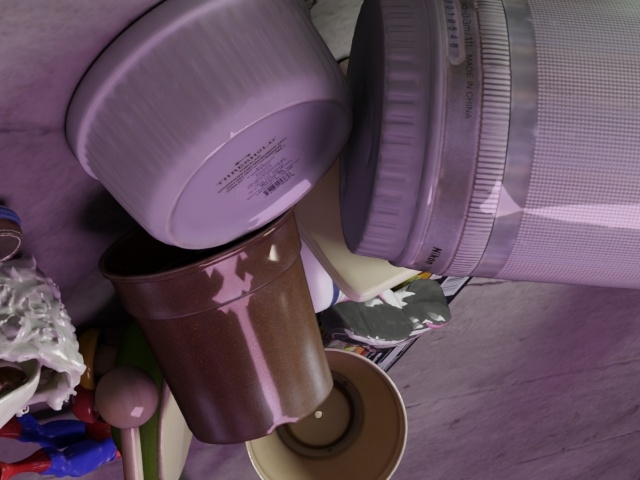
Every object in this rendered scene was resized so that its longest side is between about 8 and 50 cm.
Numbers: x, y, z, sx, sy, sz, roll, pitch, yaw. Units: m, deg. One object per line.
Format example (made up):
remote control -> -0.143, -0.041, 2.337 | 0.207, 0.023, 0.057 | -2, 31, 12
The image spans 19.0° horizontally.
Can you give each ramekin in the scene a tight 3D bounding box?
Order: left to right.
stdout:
ramekin -> -0.072, -0.087, 1.410 | 0.207, 0.109, 0.207 | -32, 158, -15

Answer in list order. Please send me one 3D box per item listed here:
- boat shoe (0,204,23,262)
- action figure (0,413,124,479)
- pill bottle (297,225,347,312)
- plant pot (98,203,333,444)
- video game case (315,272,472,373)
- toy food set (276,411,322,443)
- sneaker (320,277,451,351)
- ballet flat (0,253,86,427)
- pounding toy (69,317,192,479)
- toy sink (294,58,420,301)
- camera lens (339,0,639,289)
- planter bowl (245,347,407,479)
boat shoe -> -0.285, 0.028, 1.371 | 0.183, 0.066, 0.066 | -20, 153, -37
action figure -> -0.235, 0.214, 1.797 | 0.280, 0.091, 0.139 | -8, 138, -50
pill bottle -> 0.000, 0.000, 1.692 | 0.186, 0.112, 0.112 | -27, 156, -23
plant pot -> -0.073, 0.064, 1.546 | 0.167, 0.165, 0.167 | -17, -161, 6
video game case -> 0.053, 0.074, 2.029 | 0.248, 0.035, 0.275 | -9, 146, -50
toy food set -> -0.004, 0.229, 2.094 | 0.111, 0.105, 0.232 | -23, 169, 7
sneaker -> 0.056, 0.087, 1.921 | 0.077, 0.072, 0.178 | -37, 156, 32
ballet flat -> -0.346, 0.125, 1.386 | 0.409, 0.147, 0.147 | -23, 154, -32
pounding toy -> -0.177, 0.137, 1.684 | 0.237, 0.110, 0.183 | -71, 166, -64
toy sink -> 0.089, -0.082, 1.612 | 0.234, 0.153, 0.131 | -27, 156, -23
camera lens -> 0.164, -0.078, 1.420 | 0.274, 0.219, 0.219 | 5, 147, -8
planter bowl -> 0.001, 0.182, 1.940 | 0.162, 0.162, 0.109 | -37, -174, -1
